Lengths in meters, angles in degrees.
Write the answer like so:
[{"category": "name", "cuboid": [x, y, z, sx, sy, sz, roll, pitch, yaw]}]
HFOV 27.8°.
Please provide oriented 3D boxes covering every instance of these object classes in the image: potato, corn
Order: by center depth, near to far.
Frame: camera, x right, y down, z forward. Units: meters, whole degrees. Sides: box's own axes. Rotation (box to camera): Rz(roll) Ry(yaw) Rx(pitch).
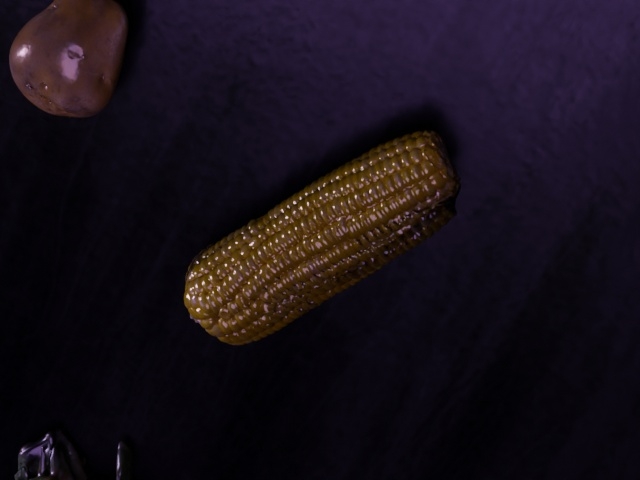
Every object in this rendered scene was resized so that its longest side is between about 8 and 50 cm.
[{"category": "potato", "cuboid": [-0.152, -0.116, 0.801, 0.068, 0.062, 0.083, 31, 94, -23]}, {"category": "corn", "cuboid": [0.000, 0.000, 0.825, 0.203, 0.072, 0.072, -32, 107, 19]}]

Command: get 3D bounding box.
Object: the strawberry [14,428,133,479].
[{"category": "strawberry", "cuboid": [-0.183, 0.285, 0.961, 0.188, 0.106, 0.286, -1, 115, 9]}]
